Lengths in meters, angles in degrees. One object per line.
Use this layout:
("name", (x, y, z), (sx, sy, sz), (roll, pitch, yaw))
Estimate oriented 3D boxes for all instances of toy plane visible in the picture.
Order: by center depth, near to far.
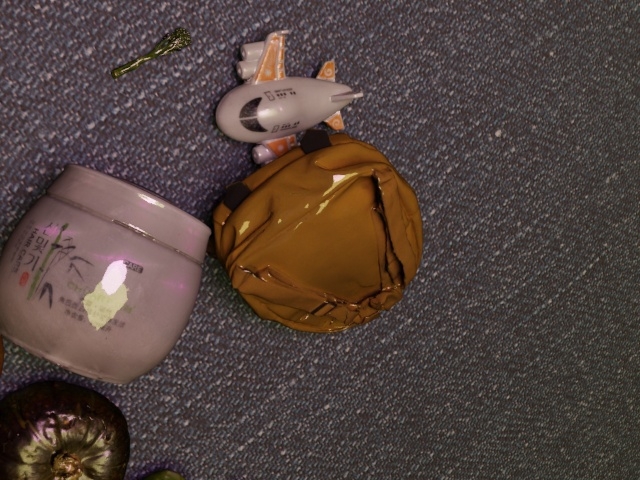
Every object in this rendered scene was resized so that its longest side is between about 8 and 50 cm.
("toy plane", (-0.055, -0.223, 1.161), (0.245, 0.117, 0.244), (-7, 106, -26))

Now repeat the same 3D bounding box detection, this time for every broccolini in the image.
("broccolini", (-0.266, -0.295, 1.092), (0.140, 0.030, 0.035), (-29, 104, -13))

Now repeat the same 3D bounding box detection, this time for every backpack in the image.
("backpack", (0.000, 0.005, 1.162), (0.354, 0.201, 0.378), (-28, 137, 1))

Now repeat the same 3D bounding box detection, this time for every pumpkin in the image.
("pumpkin", (-0.413, 0.336, 1.081), (0.238, 0.159, 0.237), (-4, 98, -26))

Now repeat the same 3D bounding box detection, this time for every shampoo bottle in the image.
("shampoo bottle", (-0.309, 0.045, 1.004), (0.273, 0.273, 0.266), (26, 83, -29))

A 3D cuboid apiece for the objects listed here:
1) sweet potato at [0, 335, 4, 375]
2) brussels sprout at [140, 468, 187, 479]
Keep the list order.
("sweet potato", (-0.541, 0.230, 1.023), (0.112, 0.112, 0.359), (21, 89, -29))
("brussels sprout", (-0.288, 0.473, 1.196), (0.122, 0.151, 0.149), (41, 109, 1))
